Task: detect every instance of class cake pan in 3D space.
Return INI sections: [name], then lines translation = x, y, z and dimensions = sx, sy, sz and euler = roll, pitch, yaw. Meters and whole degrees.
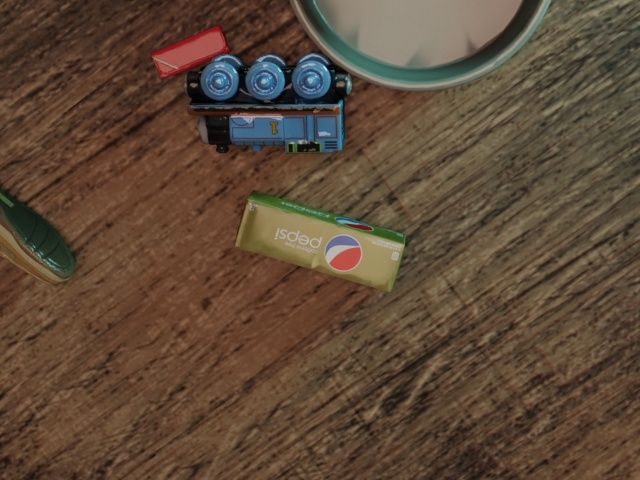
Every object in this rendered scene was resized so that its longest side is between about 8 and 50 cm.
[cake pan]
translation = 0.106, -0.306, 1.486
dimensions = 0.293, 0.054, 0.293
euler = 1, 100, 4

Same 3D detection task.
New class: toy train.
[toy train]
translation = -0.056, -0.146, 1.517
dimensions = 0.184, 0.080, 0.105
euler = 0, 106, 4

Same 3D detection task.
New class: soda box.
[soda box]
translation = 0.000, 0.000, 1.546
dimensions = 0.181, 0.061, 0.058
euler = 16, 102, 1

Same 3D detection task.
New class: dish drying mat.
[dish drying mat]
translation = -0.144, -0.207, 1.545
dimensions = 0.083, 0.008, 0.032
euler = -21, 97, 8

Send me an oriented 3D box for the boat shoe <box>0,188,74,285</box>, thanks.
[boat shoe]
translation = -0.361, -0.009, 1.575
dimensions = 0.190, 0.068, 0.072
euler = 43, 113, 5
